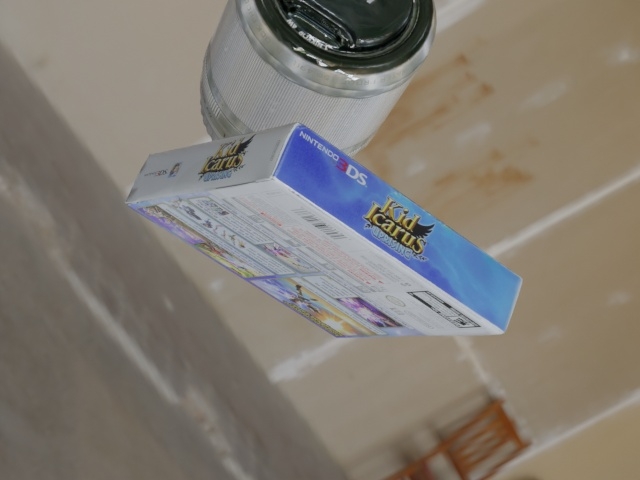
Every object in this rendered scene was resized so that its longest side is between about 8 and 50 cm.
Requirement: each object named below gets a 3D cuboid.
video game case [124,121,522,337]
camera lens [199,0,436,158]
[{"bbox_3d":[0.000,0.000,1.270,0.269,0.061,0.244,34,-23,-29],"label":"video game case"},{"bbox_3d":[-0.009,-0.209,1.599,0.219,0.219,0.274,63,-26,15],"label":"camera lens"}]
